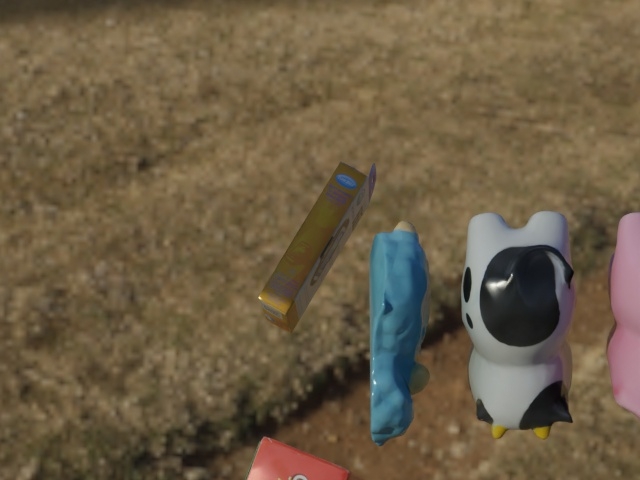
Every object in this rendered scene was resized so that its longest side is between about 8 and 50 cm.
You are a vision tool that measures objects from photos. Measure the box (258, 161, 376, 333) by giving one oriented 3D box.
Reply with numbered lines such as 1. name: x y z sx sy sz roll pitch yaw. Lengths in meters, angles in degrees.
1. box: 0.000 0.000 1.161 0.028 0.136 0.081 28 -12 8

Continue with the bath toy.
1. bath toy: 0.204 0.062 0.994 0.348 0.151 0.129 -4 57 9

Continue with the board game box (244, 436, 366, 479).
1. board game box: -0.032 0.278 1.133 0.064 0.242 0.316 19 -8 11
